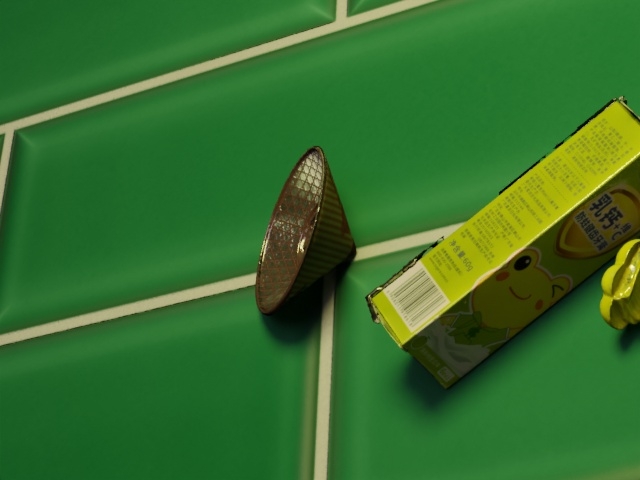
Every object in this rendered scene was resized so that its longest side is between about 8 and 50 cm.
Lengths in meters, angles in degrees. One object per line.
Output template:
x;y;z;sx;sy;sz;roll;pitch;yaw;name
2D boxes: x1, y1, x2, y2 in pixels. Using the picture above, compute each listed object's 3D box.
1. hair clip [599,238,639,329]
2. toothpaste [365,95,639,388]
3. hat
0.323;0.011;1.591;0.173;0.072;0.046;-52;39;-11;hair clip
0.206;0.007;1.643;0.327;0.110;0.077;-39;46;5;toothpaste
0.000;0.000;1.808;0.193;0.082;0.193;-161;90;-74;hat
